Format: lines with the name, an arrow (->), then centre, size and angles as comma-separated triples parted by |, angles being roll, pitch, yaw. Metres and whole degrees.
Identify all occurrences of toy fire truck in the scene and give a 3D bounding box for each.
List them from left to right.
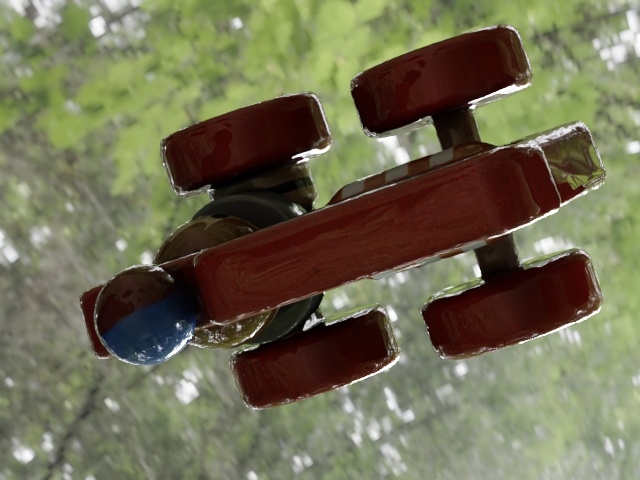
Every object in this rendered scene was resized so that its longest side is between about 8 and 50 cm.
toy fire truck -> 0.000, 0.000, 1.036 | 0.302, 0.254, 0.169 | -17, -90, 22
